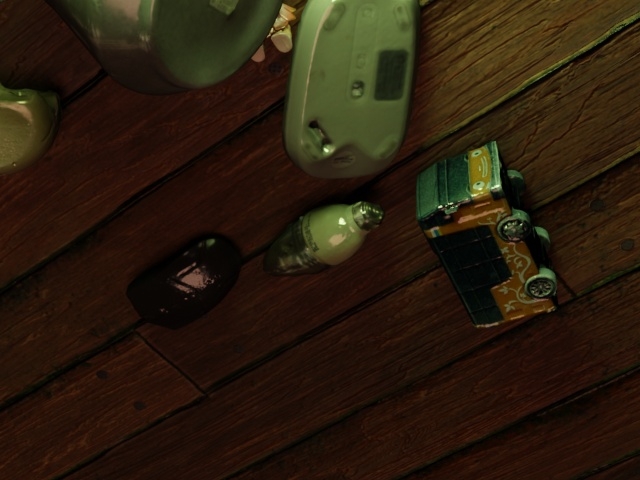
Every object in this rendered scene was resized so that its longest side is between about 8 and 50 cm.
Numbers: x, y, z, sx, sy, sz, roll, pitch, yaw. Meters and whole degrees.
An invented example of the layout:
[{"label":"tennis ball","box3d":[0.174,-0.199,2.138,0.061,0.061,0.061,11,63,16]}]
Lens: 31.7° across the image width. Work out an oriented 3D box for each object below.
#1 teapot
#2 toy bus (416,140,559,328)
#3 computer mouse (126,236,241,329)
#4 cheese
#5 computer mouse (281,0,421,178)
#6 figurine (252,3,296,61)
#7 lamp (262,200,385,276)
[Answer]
[{"label":"teapot","box3d":[-0.232,-0.398,1.387,0.362,0.305,0.376,30,96,25]},{"label":"toy bus","box3d":[0.264,-0.004,1.781,0.167,0.138,0.275,-17,126,18]},{"label":"computer mouse","box3d":[-0.228,0.078,1.909,0.217,0.073,0.122,-33,119,26]},{"label":"cheese","box3d":[-0.491,-0.181,1.719,0.202,0.091,0.175,-6,126,6]},{"label":"computer mouse","box3d":[0.044,-0.235,1.642,0.197,0.095,0.331,-3,124,-21]},{"label":"figurine","box3d":[-0.108,-0.354,1.562,0.111,0.102,0.195,-17,127,12]},{"label":"lamp","box3d":[0.000,0.000,1.826,0.250,0.101,0.101,-29,121,37]}]
